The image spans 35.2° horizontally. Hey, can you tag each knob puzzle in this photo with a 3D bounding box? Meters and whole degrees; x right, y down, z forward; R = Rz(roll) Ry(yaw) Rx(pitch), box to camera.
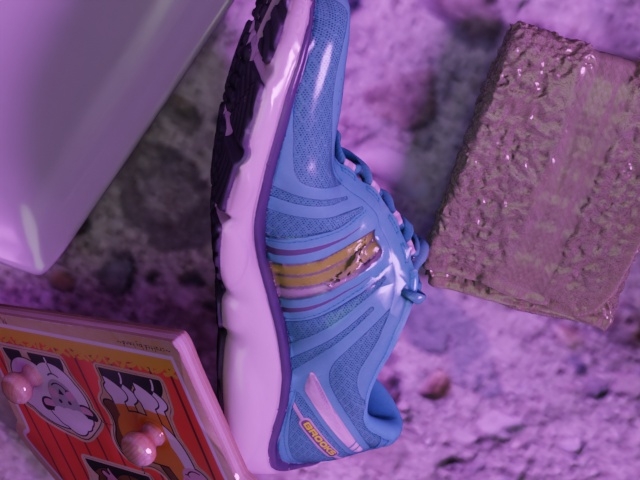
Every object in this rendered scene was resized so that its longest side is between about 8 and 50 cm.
[{"bbox_3d":[-0.109,0.127,0.550,0.213,0.030,0.213,21,133,25],"label":"knob puzzle"}]

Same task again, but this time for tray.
[{"bbox_3d":[-0.133,-0.108,0.480,0.145,0.030,0.270,24,116,-31],"label":"tray"}]

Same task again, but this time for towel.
[{"bbox_3d":[0.118,-0.029,0.507,0.110,0.027,0.148,16,116,0],"label":"towel"}]

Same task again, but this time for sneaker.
[{"bbox_3d":[0.000,0.000,0.505,0.109,0.107,0.275,-2,123,-4],"label":"sneaker"}]
